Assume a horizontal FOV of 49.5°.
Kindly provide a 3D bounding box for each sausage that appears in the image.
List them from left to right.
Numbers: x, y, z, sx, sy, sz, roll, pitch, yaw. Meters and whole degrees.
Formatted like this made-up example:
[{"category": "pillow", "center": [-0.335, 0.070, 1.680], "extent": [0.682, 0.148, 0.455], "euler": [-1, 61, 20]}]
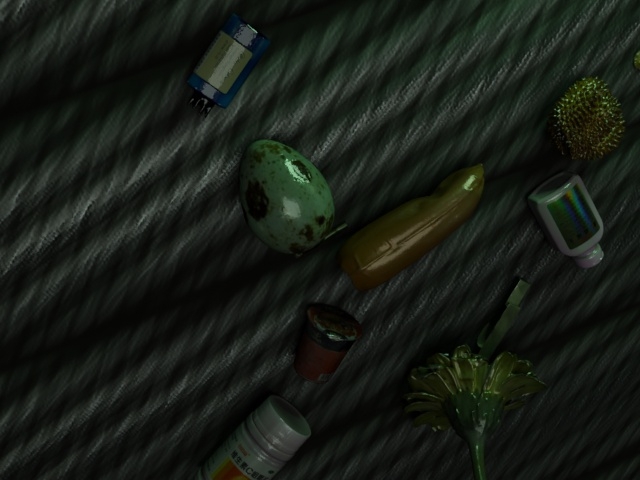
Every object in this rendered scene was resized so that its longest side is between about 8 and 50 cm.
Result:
[{"category": "sausage", "center": [0.197, -0.031, 1.402], "extent": [0.354, 0.134, 0.116], "euler": [-34, 90, 2]}]

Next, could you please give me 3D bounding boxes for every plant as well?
[{"category": "plant", "center": [0.309, 0.363, 1.521], "extent": [0.261, 0.297, 0.306], "euler": [41, 136, 4]}]

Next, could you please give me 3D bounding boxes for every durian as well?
[{"category": "durian", "center": [0.542, -0.238, 1.415], "extent": [0.158, 0.137, 0.168], "euler": [44, 86, -3]}]

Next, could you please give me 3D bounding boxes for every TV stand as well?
[{"category": "TV stand", "center": [0.402, 0.197, 1.587], "extent": [0.036, 0.042, 0.249], "euler": [25, 102, -17]}]

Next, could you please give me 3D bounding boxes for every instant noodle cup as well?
[{"category": "instant noodle cup", "center": [0.007, 0.222, 1.462], "extent": [0.127, 0.127, 0.135], "euler": [15, 113, -19]}]

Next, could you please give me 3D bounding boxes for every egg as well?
[{"category": "egg", "center": [-0.068, -0.082, 1.298], "extent": [0.169, 0.169, 0.231], "euler": [-28, 107, -3]}]

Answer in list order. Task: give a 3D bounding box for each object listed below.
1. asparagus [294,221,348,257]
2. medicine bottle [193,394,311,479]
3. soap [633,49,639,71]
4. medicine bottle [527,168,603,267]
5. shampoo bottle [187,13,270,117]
[{"category": "asparagus", "center": [0.000, 0.000, 1.427], "extent": [0.127, 0.018, 0.015], "euler": [-32, 79, -1]}, {"category": "medicine bottle", "center": [-0.147, 0.464, 1.499], "extent": [0.133, 0.133, 0.249], "euler": [41, 95, -23]}, {"category": "soap", "center": [0.738, -0.406, 1.452], "extent": [0.168, 0.033, 0.089], "euler": [-42, 111, 4]}, {"category": "medicine bottle", "center": [0.547, -0.037, 1.516], "extent": [0.115, 0.078, 0.219], "euler": [-37, 114, -2]}, {"category": "shampoo bottle", "center": [-0.175, -0.308, 1.252], "extent": [0.087, 0.050, 0.183], "euler": [32, 99, -25]}]
